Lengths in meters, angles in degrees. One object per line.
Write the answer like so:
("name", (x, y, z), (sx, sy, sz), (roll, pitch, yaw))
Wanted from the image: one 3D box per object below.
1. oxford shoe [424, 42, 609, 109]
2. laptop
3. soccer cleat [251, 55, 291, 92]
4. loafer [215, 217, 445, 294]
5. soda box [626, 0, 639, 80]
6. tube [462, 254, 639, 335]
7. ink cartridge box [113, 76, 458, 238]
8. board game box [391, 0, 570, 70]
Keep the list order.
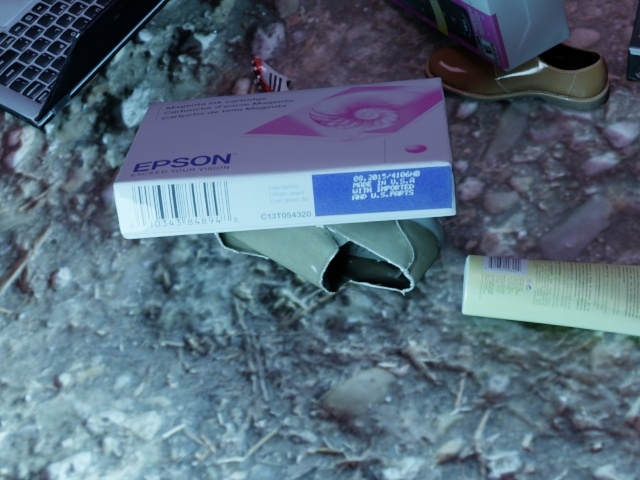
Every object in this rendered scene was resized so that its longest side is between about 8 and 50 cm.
("oxford shoe", (0.221, -0.203, 1.517), (0.212, 0.076, 0.076), (5, 57, 15))
("laptop", (-0.284, -0.352, 1.606), (0.408, 0.236, 0.382), (27, 62, 25))
("soccer cleat", (-0.055, -0.188, 1.580), (0.035, 0.029, 0.083), (-21, 56, -17))
("loafer", (0.000, 0.000, 1.390), (0.251, 0.094, 0.087), (6, 51, 13))
("soda box", (0.395, -0.260, 1.543), (0.060, 0.053, 0.169), (9, 57, 15))
("tube", (0.263, 0.056, 1.335), (0.240, 0.062, 0.070), (4, 98, 6))
("ink cartridge box", (-0.029, -0.108, 1.397), (0.324, 0.071, 0.330), (-5, 26, 4))
("board game box", (0.135, -0.348, 1.499), (0.097, 0.224, 0.303), (-30, 38, -11))
